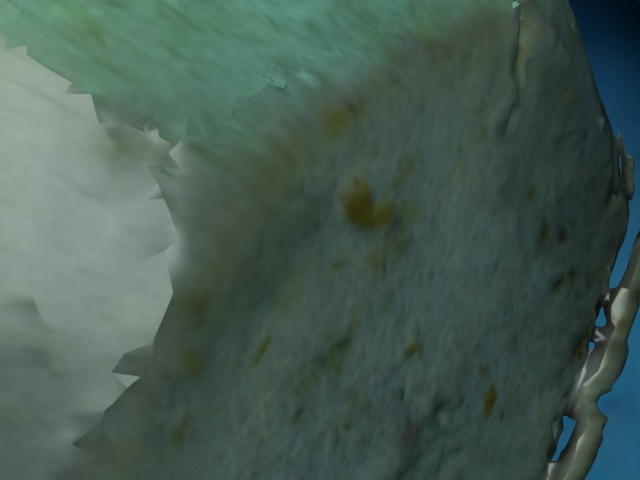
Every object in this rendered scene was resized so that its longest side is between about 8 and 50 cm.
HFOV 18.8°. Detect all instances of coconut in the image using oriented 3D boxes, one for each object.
[{"bbox_3d":[-0.107,0.010,0.576,0.360,0.346,0.346,16,66,36],"label":"coconut"}]

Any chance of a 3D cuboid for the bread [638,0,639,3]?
[{"bbox_3d":[0.178,-0.197,0.740,0.123,0.190,0.244,36,84,19],"label":"bread"}]
